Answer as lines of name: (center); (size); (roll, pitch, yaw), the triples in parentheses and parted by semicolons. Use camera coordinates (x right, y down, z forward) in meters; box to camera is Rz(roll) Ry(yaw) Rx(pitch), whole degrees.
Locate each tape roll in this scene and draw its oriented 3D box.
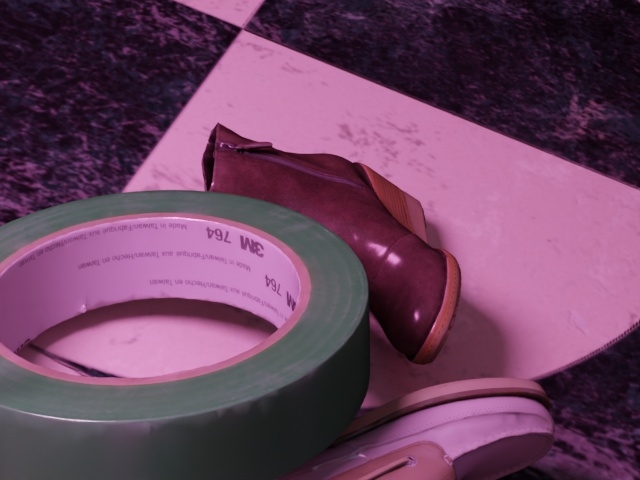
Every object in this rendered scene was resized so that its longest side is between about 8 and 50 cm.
tape roll: (-0.125, 0.068, 1.146); (0.321, 0.077, 0.321); (-1, 29, 1)

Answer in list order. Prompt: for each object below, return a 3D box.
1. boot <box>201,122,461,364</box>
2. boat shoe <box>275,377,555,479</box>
boot: (0.000, 0.000, 1.312); (0.207, 0.090, 0.248); (19, 26, -17)
boat shoe: (0.043, 0.183, 1.140); (0.302, 0.113, 0.103); (-13, 53, -20)
